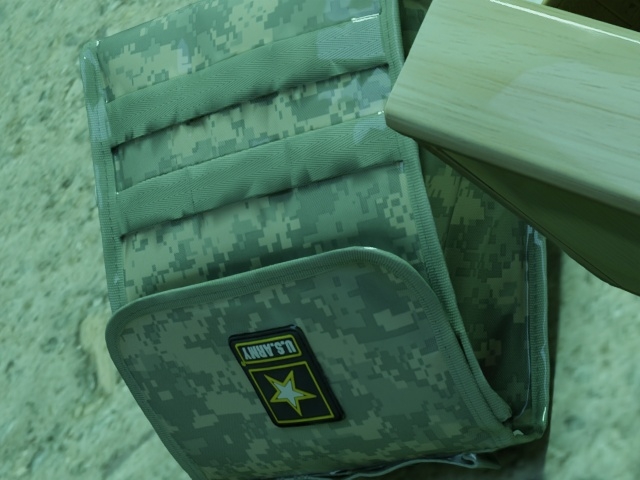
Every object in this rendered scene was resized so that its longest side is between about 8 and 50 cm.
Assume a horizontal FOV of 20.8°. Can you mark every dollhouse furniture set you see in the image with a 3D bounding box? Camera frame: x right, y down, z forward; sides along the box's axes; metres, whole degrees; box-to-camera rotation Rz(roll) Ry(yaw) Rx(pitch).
[{"bbox_3d":[0.229,-0.166,0.788,0.362,0.256,0.394,22,86,34],"label":"dollhouse furniture set"}]

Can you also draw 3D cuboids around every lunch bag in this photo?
[{"bbox_3d":[0.000,0.000,1.008,0.235,0.169,0.287,-14,79,36],"label":"lunch bag"}]

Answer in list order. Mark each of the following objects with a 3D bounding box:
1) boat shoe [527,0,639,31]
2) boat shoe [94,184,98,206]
[{"bbox_3d":[0.192,-0.219,1.055,0.277,0.098,0.096,-49,40,6],"label":"boat shoe"},{"bbox_3d":[-0.096,-0.090,1.271,0.184,0.066,0.063,-50,25,6],"label":"boat shoe"}]
